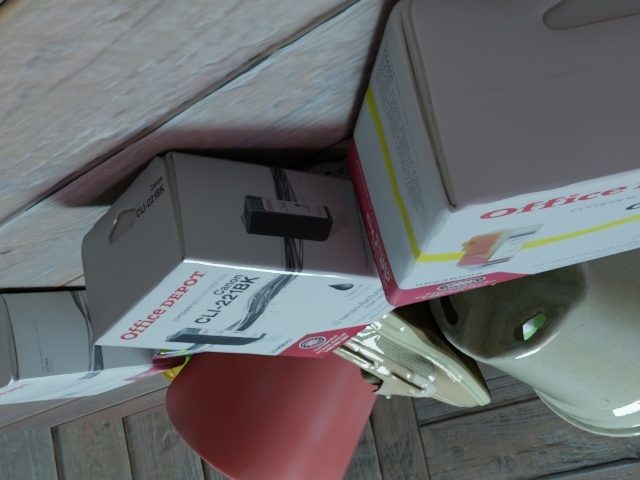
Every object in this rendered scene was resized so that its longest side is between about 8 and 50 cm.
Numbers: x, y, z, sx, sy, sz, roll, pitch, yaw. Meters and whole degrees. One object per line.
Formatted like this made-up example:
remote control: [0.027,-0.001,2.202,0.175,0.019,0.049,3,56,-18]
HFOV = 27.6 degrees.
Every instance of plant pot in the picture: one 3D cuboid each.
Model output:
plant pot: [0.305,0.061,1.609,0.333,0.334,0.305,-20,156,36]
plant pot: [-0.032,0.167,1.715,0.275,0.275,0.243,4,122,-55]

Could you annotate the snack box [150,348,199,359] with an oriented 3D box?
snack box: [-0.146,0.052,1.426,0.100,0.141,0.037,-7,167,-24]

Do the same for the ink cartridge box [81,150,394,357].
ink cartridge box: [-0.067,0.022,1.260,0.272,0.114,0.197,8,150,-33]

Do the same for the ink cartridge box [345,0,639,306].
ink cartridge box: [0.184,-0.079,1.048,0.279,0.160,0.385,-13,169,-6]

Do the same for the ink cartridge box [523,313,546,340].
ink cartridge box: [0.182,0.086,1.887,0.198,0.115,0.273,-18,154,28]

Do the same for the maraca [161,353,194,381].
maraca: [-0.222,0.187,2.152,0.127,0.099,0.185,31,176,-8]

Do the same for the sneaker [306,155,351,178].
sneaker: [0.029,-0.065,1.295,0.083,0.037,0.032,-16,167,14]

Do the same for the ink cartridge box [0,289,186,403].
ink cartridge box: [-0.354,0.142,1.722,0.207,0.117,0.283,-20,167,38]

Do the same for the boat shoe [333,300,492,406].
boat shoe: [0.094,0.128,1.575,0.110,0.122,0.341,-36,136,14]
